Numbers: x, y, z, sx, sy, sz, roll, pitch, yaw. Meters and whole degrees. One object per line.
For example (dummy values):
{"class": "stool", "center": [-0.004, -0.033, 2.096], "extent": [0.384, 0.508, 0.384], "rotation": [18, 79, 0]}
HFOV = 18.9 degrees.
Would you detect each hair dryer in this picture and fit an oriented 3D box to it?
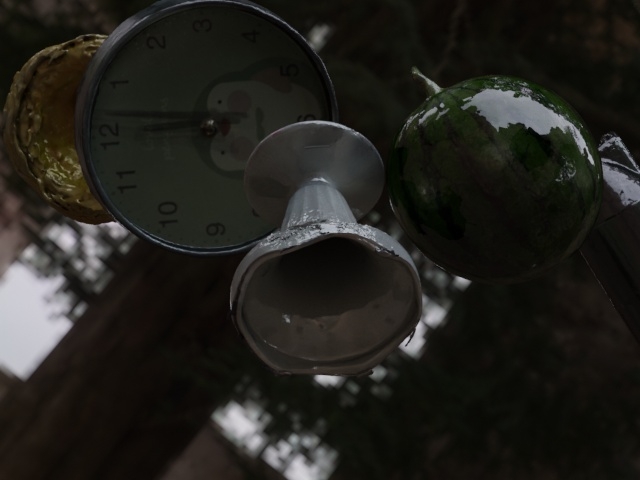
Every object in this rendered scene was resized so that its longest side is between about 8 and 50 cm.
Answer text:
{"class": "hair dryer", "center": [0.348, 0.009, 2.241], "extent": [0.244, 0.116, 0.302], "rotation": [59, -4, 2]}

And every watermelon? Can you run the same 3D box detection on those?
{"class": "watermelon", "center": [0.148, -0.065, 1.702], "extent": [0.214, 0.188, 0.188], "rotation": [58, -22, -6]}

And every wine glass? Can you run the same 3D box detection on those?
{"class": "wine glass", "center": [0.000, 0.000, 1.663], "extent": [0.165, 0.165, 0.196], "rotation": [54, 20, -37]}

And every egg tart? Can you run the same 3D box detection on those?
{"class": "egg tart", "center": [-0.316, -0.160, 2.758], "extent": [0.288, 0.288, 0.118], "rotation": [37, 13, 5]}

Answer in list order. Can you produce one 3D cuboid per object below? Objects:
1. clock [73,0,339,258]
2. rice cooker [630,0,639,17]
{"class": "clock", "center": [-0.133, -0.134, 2.283], "extent": [0.319, 0.319, 0.066], "rotation": [44, 0, -14]}
{"class": "rice cooker", "center": [0.366, -0.248, 1.363], "extent": [0.288, 0.277, 0.288], "rotation": [13, -60, 23]}
